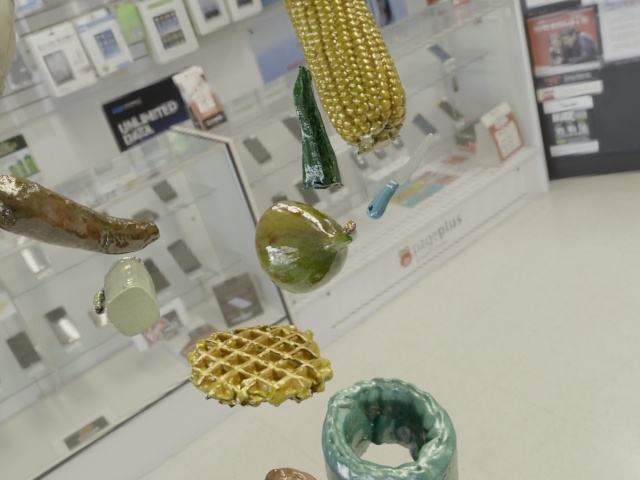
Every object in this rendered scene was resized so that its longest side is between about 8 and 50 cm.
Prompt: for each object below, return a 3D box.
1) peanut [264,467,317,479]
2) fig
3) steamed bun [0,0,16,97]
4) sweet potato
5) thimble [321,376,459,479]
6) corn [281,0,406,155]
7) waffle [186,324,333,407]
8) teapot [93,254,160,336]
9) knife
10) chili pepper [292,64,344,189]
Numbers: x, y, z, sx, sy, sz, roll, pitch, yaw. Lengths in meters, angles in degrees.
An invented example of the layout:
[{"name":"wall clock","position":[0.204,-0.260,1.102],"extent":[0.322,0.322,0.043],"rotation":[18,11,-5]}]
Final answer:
[{"name":"peanut","position":[-0.017,0.308,0.766],"extent":[0.076,0.152,0.076],"rotation":[-21,-7,-3]},{"name":"fig","position":[0.000,0.000,1.090],"extent":[0.149,0.149,0.245],"rotation":[-35,12,-31]},{"name":"steamed bun","position":[-0.254,-0.147,0.414],"extent":[0.106,0.183,0.183],"rotation":[-35,30,-31]},{"name":"sweet potato","position":[-0.324,-0.022,0.984],"extent":[0.075,0.273,0.075],"rotation":[-12,69,34]},{"name":"thimble","position":[0.097,0.318,1.113],"extent":[0.198,0.143,0.235],"rotation":[-28,37,-25]},{"name":"corn","position":[0.035,-0.333,1.236],"extent":[0.144,0.387,0.144],"rotation":[-19,-5,-2]},{"name":"waffle","position":[-0.165,0.330,1.990],"extent":[0.382,0.095,0.379],"rotation":[-3,21,-13]},{"name":"teapot","position":[-0.328,0.096,1.230],"extent":[0.107,0.077,0.200],"rotation":[-37,22,-4]},{"name":"knife","position":[0.192,-0.148,1.747],"extent":[0.244,0.032,0.058],"rotation":[-51,24,14]},{"name":"chili pepper","position":[-0.013,-0.206,1.351],"extent":[0.088,0.227,0.059],"rotation":[-2,13,35]}]
